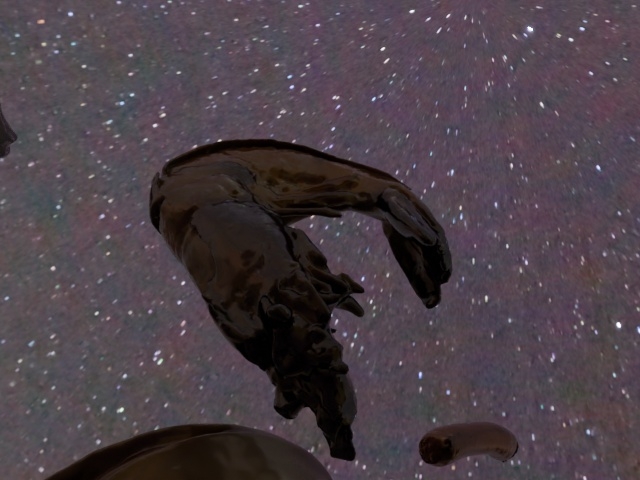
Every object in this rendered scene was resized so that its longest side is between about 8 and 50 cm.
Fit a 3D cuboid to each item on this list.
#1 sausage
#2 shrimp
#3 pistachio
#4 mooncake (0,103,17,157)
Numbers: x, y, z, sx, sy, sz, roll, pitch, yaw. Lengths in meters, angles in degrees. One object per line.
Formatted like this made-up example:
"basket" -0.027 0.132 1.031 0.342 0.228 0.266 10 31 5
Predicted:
"sausage" 0.164 0.219 0.810 0.040 0.177 0.047 -14 -108 38
"shrimp" 0.000 0.007 0.474 0.178 0.289 0.075 -14 -60 -21
"pistachio" -0.090 0.188 0.478 0.215 0.144 0.144 -4 -68 -27
"mooncake" -0.720 -0.192 1.336 0.324 0.324 0.187 -11 -74 15
